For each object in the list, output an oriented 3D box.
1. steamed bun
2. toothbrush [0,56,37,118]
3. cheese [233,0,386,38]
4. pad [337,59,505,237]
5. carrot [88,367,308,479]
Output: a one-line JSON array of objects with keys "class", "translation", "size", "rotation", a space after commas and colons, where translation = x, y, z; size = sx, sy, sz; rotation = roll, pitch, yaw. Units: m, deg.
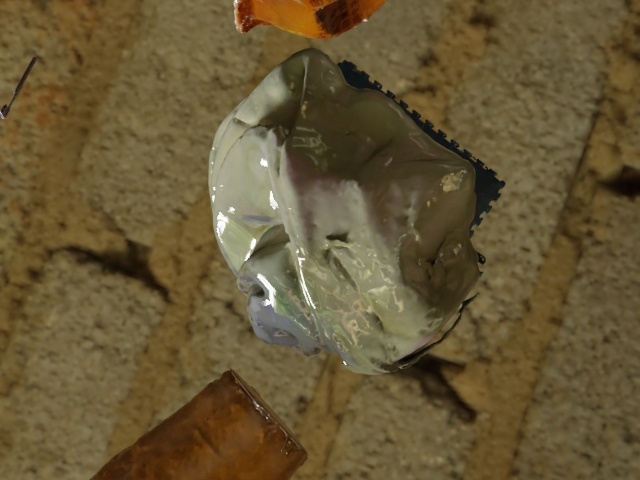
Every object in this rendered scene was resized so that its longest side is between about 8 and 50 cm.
[{"class": "steamed bun", "translation": [0.000, 0.000, 1.124], "size": [0.207, 0.280, 0.268], "rotation": [-44, -17, -24]}, {"class": "toothbrush", "translation": [-0.325, -0.166, 1.307], "size": [0.008, 0.006, 0.097], "rotation": [72, -155, -45]}, {"class": "cheese", "translation": [0.042, -0.326, 1.292], "size": [0.329, 0.129, 0.217], "rotation": [-37, -12, -8]}, {"class": "pad", "translation": [0.056, -0.051, 1.487], "size": [0.269, 0.269, 0.012], "rotation": [-54, 0, -16]}, {"class": "carrot", "translation": [-0.149, 0.275, 1.380], "size": [0.254, 0.196, 0.196], "rotation": [-46, -10, -4]}]
